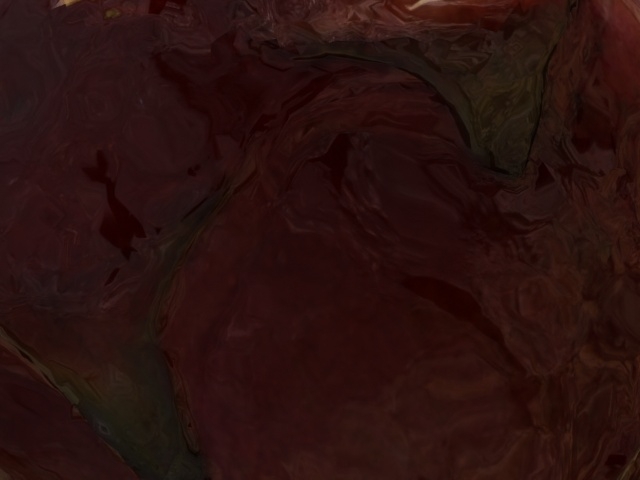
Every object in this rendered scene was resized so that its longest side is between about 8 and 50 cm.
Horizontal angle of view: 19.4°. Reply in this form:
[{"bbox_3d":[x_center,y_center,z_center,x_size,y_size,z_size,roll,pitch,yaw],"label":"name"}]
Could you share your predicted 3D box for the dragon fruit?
[{"bbox_3d":[-0.007,-0.007,0.473,0.241,0.241,0.252,39,-42,37],"label":"dragon fruit"}]
